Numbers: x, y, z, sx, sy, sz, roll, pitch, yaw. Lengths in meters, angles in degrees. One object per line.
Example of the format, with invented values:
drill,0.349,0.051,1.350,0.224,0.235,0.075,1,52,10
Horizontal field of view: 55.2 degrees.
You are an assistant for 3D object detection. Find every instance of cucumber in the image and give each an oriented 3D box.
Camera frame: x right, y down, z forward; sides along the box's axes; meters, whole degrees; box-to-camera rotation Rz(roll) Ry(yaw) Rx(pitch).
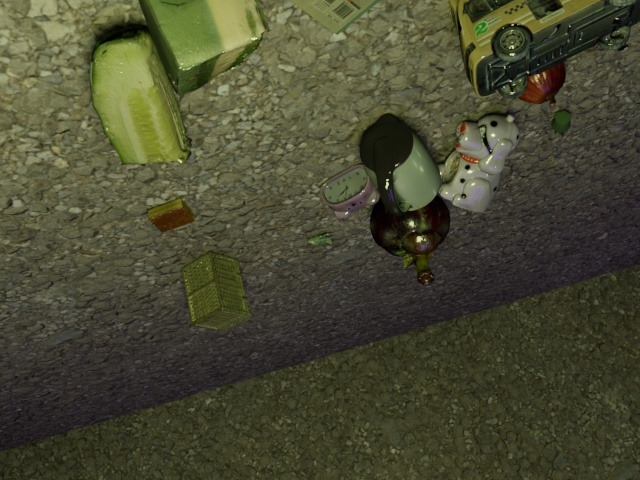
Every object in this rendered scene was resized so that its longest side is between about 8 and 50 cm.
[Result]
cucumber,-0.335,-0.267,1.116,0.145,0.105,0.325,-5,151,-3

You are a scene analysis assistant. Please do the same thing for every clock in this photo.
clock,0.423,-0.224,1.602,0.188,0.189,0.254,-4,138,-24
clock,0.077,-0.128,1.617,0.152,0.110,0.050,-28,155,18

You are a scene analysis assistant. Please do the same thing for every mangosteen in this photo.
mangosteen,0.259,-0.012,1.749,0.231,0.289,0.231,-3,164,-1

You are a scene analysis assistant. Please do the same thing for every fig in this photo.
fig,0.506,-0.373,1.394,0.128,0.150,0.128,-11,115,-25

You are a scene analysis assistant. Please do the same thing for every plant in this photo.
plant,0.659,-0.314,1.678,0.051,0.051,0.102,-21,159,8

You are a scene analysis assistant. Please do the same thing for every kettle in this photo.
kettle,0.191,-0.163,1.503,0.161,0.221,0.236,-1,160,23

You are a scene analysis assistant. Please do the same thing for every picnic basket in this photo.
picnic basket,-0.305,0.157,1.841,0.134,0.196,0.154,-30,152,23

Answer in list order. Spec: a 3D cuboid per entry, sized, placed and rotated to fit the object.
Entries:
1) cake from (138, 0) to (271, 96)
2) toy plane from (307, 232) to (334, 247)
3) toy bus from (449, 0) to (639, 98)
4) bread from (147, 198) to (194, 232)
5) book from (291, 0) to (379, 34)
cake,-0.209,-0.360,1.027,0.158,0.172,0.283,-26,-171,-12
toy plane,0.000,-0.002,1.902,0.083,0.033,0.080,-1,151,-16
toy bus,0.431,-0.431,1.151,0.365,0.202,0.177,-25,159,9
bread,-0.379,-0.062,1.554,0.094,0.035,0.090,-19,154,3
book,0.072,-0.481,1.031,0.282,0.025,0.214,-31,151,27
